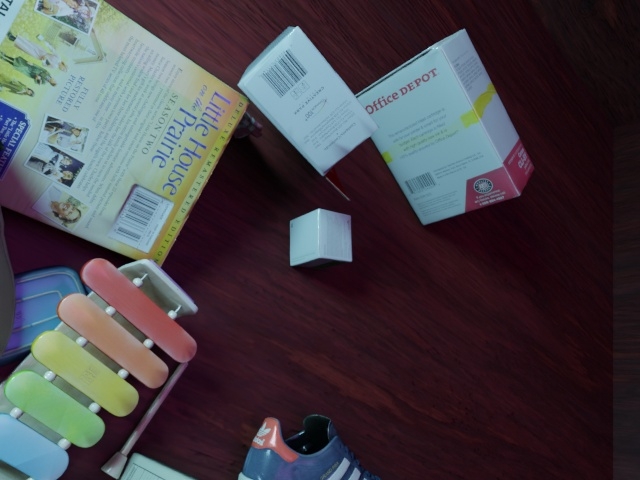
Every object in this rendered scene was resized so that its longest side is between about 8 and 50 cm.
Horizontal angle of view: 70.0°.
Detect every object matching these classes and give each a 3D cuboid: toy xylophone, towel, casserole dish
[{"bbox_3d":[-0.292,0.187,0.620,0.236,0.081,0.323,46,59,-33],"label":"toy xylophone"},{"bbox_3d":[-0.197,-0.249,0.811,0.197,0.144,0.029,37,85,-26],"label":"towel"},{"bbox_3d":[-0.398,0.099,0.615,0.188,0.037,0.114,-19,90,-40],"label":"casserole dish"}]

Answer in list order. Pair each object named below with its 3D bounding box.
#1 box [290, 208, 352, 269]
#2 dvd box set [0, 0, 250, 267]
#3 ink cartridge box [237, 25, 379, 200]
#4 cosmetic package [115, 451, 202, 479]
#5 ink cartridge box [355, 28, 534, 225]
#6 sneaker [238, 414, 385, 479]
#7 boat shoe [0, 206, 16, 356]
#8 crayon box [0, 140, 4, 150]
[{"bbox_3d":[0.000,0.000,0.928,0.087,0.101,0.102,11,72,-37],"label":"box"},{"bbox_3d":[-0.347,-0.178,0.629,0.420,0.062,0.308,28,90,-31],"label":"dvd box set"},{"bbox_3d":[-0.008,-0.250,0.864,0.272,0.130,0.309,45,13,-23],"label":"ink cartridge box"},{"bbox_3d":[-0.170,0.377,0.561,0.129,0.296,0.153,40,58,-26],"label":"cosmetic package"},{"bbox_3d":[0.299,-0.264,1.129,0.160,0.279,0.385,-44,107,-39],"label":"ink cartridge box"},{"bbox_3d":[0.028,0.403,0.825,0.350,0.131,0.148,26,67,-32],"label":"sneaker"},{"bbox_3d":[-0.428,0.036,0.549,0.079,0.084,0.233,-10,89,-4],"label":"boat shoe"},{"bbox_3d":[-0.538,-0.114,0.459,0.318,0.081,0.202,-29,100,-7],"label":"crayon box"}]
